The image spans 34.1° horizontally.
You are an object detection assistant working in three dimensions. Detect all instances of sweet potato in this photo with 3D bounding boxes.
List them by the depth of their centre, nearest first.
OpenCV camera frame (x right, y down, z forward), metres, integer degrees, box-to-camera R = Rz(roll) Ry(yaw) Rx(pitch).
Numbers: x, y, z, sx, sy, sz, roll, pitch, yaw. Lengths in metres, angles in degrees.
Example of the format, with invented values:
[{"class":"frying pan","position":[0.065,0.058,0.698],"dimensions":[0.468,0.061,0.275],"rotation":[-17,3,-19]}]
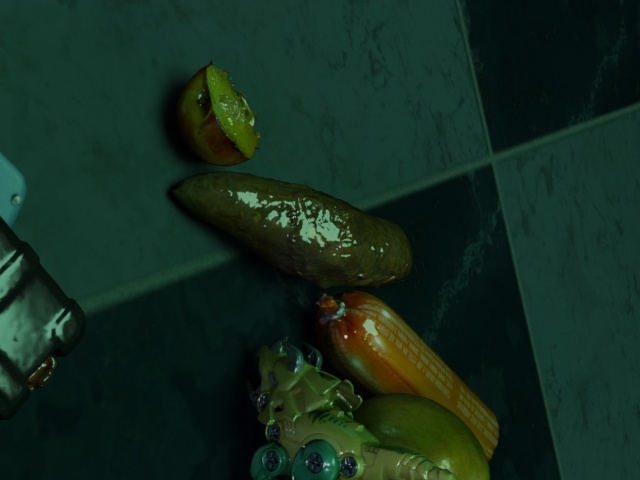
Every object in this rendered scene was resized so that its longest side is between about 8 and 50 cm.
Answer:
[{"class":"sweet potato","position":[0.004,0.001,1.044],"dimensions":[0.341,0.114,0.092],"rotation":[20,85,-48]}]

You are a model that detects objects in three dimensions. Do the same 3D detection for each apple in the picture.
[{"class":"apple","position":[0.084,0.241,1.042],"dimensions":[0.182,0.155,0.183],"rotation":[-26,123,-48]}]

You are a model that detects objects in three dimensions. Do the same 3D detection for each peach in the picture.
[{"class":"peach","position":[-0.100,-0.111,0.971],"dimensions":[0.098,0.061,0.098],"rotation":[-20,90,-74]}]

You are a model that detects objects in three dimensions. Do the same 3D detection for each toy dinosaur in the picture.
[{"class":"toy dinosaur","position":[0.018,0.197,0.933],"dimensions":[0.094,0.259,0.153],"rotation":[5,106,-50]}]

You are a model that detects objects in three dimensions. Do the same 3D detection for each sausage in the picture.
[{"class":"sausage","position":[0.087,0.146,1.139],"dimensions":[0.312,0.093,0.093],"rotation":[46,49,-37]}]

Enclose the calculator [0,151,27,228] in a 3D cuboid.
[{"class":"calculator","position":[-0.290,-0.052,0.724],"dimensions":[0.210,0.039,0.121],"rotation":[50,49,-34]}]

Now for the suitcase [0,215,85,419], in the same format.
[{"class":"suitcase","position":[-0.295,0.080,0.633],"dimensions":[0.286,0.066,0.206],"rotation":[-52,123,-32]}]
